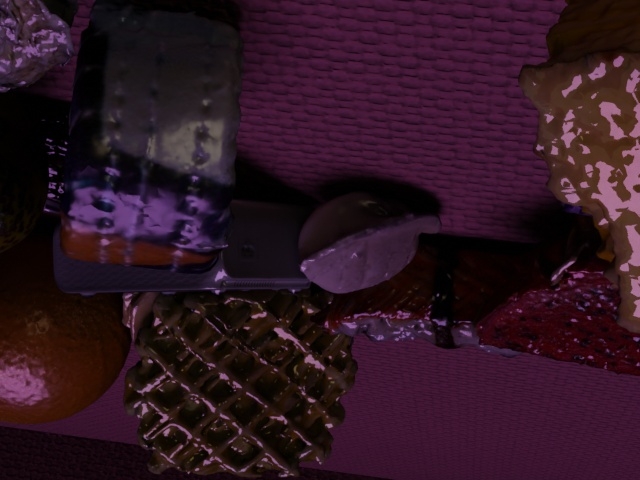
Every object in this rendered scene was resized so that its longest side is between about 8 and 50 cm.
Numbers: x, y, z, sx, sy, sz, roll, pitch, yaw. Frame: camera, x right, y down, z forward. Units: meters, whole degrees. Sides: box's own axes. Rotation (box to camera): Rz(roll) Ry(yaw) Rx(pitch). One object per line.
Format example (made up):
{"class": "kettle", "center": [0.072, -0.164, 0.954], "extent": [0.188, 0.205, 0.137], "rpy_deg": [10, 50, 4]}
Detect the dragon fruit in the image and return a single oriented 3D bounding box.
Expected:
{"class": "dragon fruit", "center": [0.336, 0.035, 1.400], "extent": [0.316, 0.152, 0.205], "rpy_deg": [12, 150, 11]}

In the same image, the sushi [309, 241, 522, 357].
{"class": "sushi", "center": [0.153, 0.071, 1.583], "extent": [0.332, 0.124, 0.130], "rpy_deg": [7, 159, 8]}

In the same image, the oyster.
{"class": "oyster", "center": [-0.311, -0.203, 1.031], "extent": [0.198, 0.112, 0.267], "rpy_deg": [-6, 153, 38]}

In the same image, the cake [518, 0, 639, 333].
{"class": "cake", "center": [0.290, -0.101, 0.847], "extent": [0.227, 0.286, 0.222], "rpy_deg": [-3, 124, 32]}

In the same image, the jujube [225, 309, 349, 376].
{"class": "jujube", "center": [-0.067, 0.175, 1.891], "extent": [0.213, 0.213, 0.232], "rpy_deg": [11, 160, -7]}

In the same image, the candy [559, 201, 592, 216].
{"class": "candy", "center": [0.389, -0.039, 1.256], "extent": [0.312, 0.061, 0.088], "rpy_deg": [11, 159, -6]}

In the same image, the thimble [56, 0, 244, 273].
{"class": "thimble", "center": [-0.146, -0.090, 1.133], "extent": [0.150, 0.237, 0.237], "rpy_deg": [8, 162, -10]}

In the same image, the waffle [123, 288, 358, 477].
{"class": "waffle", "center": [-0.099, 0.190, 1.719], "extent": [0.317, 0.297, 0.073], "rpy_deg": [0, -157, -15]}

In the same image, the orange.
{"class": "orange", "center": [-0.392, 0.120, 1.766], "extent": [0.274, 0.274, 0.274], "rpy_deg": [8, 161, 3]}

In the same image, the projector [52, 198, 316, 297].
{"class": "projector", "center": [-0.150, 0.013, 1.505], "extent": [0.250, 0.108, 0.198], "rpy_deg": [-4, 176, 33]}

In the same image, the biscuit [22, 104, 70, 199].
{"class": "biscuit", "center": [-0.281, -0.091, 1.425], "extent": [0.194, 0.053, 0.194], "rpy_deg": [9, 162, 3]}

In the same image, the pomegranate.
{"class": "pomegranate", "center": [-0.366, -0.073, 1.291], "extent": [0.204, 0.222, 0.276], "rpy_deg": [-32, 166, 9]}

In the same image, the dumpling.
{"class": "dumpling", "center": [0.053, -0.006, 1.457], "extent": [0.150, 0.092, 0.176], "rpy_deg": [-32, 146, 30]}

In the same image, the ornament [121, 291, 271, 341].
{"class": "ornament", "center": [-0.156, 0.054, 1.702], "extent": [0.201, 0.059, 0.180], "rpy_deg": [-10, 132, -21]}

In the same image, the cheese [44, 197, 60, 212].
{"class": "cheese", "center": [-0.377, -0.052, 1.551], "extent": [0.092, 0.048, 0.171], "rpy_deg": [17, 173, -32]}
